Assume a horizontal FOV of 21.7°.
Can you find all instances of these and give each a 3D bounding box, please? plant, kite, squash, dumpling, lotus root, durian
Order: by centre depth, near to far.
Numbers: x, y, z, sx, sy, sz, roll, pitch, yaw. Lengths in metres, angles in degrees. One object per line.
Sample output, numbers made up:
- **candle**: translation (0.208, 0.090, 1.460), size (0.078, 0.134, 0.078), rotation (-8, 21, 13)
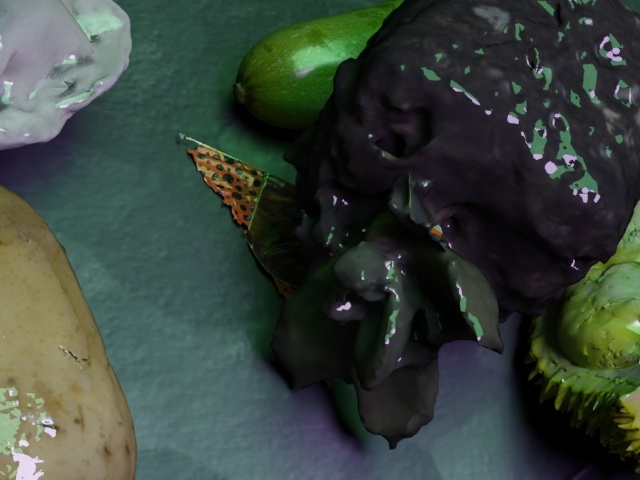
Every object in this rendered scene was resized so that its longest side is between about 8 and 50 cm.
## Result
- **lotus root**: translation (-0.207, 0.063, 0.949), size (0.160, 0.146, 0.284), rotation (-4, 64, -52)
- **dumpling**: translation (-0.236, -0.116, 1.076), size (0.250, 0.132, 0.162), rotation (-8, 65, -27)
- **plant**: translation (0.082, -0.031, 1.088), size (0.213, 0.215, 0.312), rotation (40, 59, -1)
- **durian**: translation (0.247, 0.034, 1.182), size (0.158, 0.169, 0.352), rotation (27, 47, -6)
- **kite**: translation (0.000, 0.000, 1.192), size (0.125, 0.008, 0.222), rotation (-14, 63, -35)
- **squash**: translation (0.021, -0.128, 1.251), size (0.188, 0.095, 0.095), rotation (-19, 66, -33)
